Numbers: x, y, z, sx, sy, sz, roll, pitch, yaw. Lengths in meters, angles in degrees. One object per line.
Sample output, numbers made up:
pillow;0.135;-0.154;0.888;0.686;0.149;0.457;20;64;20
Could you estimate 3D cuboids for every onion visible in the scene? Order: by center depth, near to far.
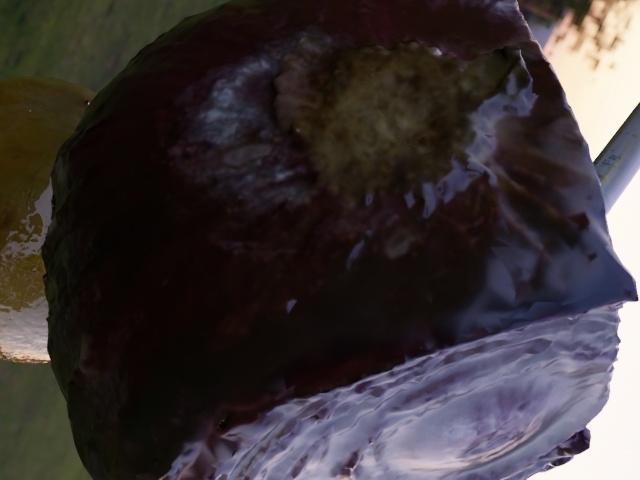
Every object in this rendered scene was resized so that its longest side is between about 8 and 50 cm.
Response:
onion;-0.006;0.000;0.564;0.216;0.207;0.206;89;-15;-59

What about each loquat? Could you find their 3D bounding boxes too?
loquat;-0.281;-0.010;1.386;0.274;0.275;0.275;-64;178;-4

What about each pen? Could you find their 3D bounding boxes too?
pen;0.234;-0.084;1.047;0.269;0.033;0.033;-46;165;-45
